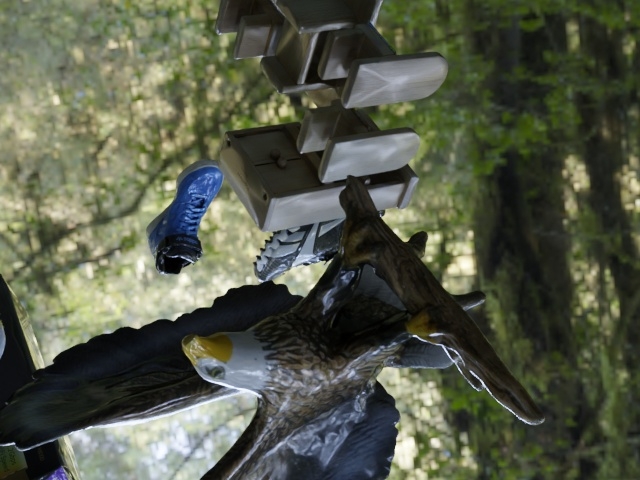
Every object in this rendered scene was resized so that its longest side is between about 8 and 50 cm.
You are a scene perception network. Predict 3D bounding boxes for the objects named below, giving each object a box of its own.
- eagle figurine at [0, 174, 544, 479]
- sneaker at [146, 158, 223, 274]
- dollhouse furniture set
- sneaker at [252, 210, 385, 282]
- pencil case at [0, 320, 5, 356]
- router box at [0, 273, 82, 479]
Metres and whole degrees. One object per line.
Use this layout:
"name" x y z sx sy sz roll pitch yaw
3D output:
"eagle figurine" -0.042 0.104 0.732 0.298 0.225 0.226 -43 -154 15
"sneaker" -0.155 -0.021 1.330 0.058 0.152 0.084 17 -141 -37
"dollhouse furniture set" 0.021 -0.139 1.001 0.161 0.242 0.212 -12 -130 -30
"sneaker" 0.000 0.000 1.491 0.234 0.106 0.078 -46 176 32
"pencil case" -0.420 0.041 1.057 0.113 0.273 0.124 -7 -138 33
"router box" -0.416 0.208 1.232 0.243 0.081 0.309 -26 -133 -8
